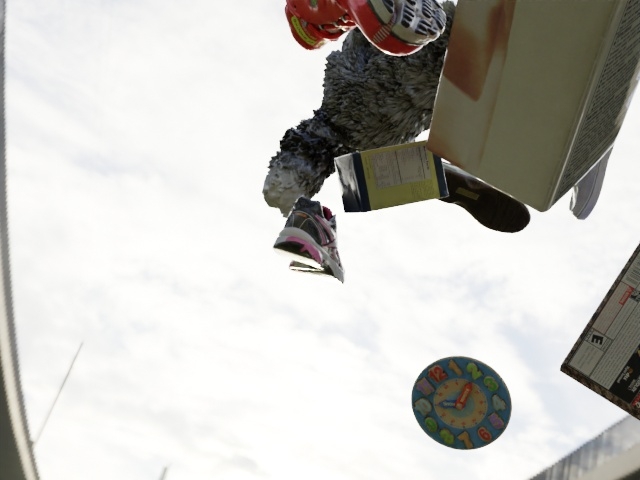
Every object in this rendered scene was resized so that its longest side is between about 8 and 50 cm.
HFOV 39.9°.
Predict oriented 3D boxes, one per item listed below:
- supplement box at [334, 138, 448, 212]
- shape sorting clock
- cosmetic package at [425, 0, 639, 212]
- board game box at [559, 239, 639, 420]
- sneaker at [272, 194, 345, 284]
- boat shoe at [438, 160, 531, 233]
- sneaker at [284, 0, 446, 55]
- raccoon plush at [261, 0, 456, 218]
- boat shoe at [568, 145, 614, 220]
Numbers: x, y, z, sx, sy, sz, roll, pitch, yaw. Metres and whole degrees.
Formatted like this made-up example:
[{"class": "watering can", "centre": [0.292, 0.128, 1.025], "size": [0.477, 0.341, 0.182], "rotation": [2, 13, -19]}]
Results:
[{"class": "supplement box", "centre": [0.065, -0.060, 0.832], "size": [0.083, 0.056, 0.083], "rotation": [-11, 4, -10]}, {"class": "shape sorting clock", "centre": [0.286, 0.333, 1.797], "size": [0.206, 0.206, 0.040], "rotation": [7, 12, 18]}, {"class": "cosmetic package", "centre": [0.194, -0.191, 0.692], "size": [0.129, 0.153, 0.296], "rotation": [33, -42, 24]}, {"class": "board game box", "centre": [0.531, 0.150, 1.237], "size": [0.291, 0.141, 0.232], "rotation": [33, -64, 17]}, {"class": "sneaker", "centre": [0.000, 0.000, 1.044], "size": [0.072, 0.077, 0.178], "rotation": [16, -12, 12]}, {"class": "boat shoe", "centre": [0.231, -0.076, 1.316], "size": [0.190, 0.072, 0.068], "rotation": [27, -64, -20]}, {"class": "sneaker", "centre": [0.025, -0.220, 0.825], "size": [0.107, 0.279, 0.118], "rotation": [31, -71, -29]}, {"class": "raccoon plush", "centre": [0.142, -0.196, 1.364], "size": [0.216, 0.446, 0.299], "rotation": [40, -25, -30]}, {"class": "boat shoe", "centre": [0.396, -0.116, 1.327], "size": [0.063, 0.066, 0.184], "rotation": [8, -55, 0]}]
